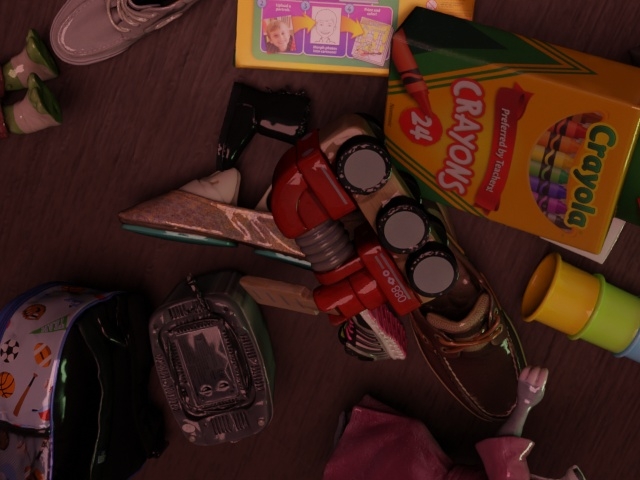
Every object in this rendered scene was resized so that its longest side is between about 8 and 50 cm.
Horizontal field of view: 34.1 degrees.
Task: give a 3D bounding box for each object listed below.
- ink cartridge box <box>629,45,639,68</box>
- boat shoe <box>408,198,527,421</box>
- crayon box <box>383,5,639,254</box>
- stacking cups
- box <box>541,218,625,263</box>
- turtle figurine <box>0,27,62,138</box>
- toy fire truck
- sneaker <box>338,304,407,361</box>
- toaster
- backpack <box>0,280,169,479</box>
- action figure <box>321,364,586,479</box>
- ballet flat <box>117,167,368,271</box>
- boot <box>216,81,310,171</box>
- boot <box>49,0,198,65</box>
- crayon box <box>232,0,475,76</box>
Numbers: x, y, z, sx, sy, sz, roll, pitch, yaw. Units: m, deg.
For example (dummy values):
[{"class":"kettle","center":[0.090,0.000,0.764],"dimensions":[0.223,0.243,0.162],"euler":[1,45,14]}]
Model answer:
[{"class":"ink cartridge box","center":[0.455,-0.095,1.182],"dimensions":[0.114,0.197,0.273],"euler":[-17,103,9]},{"class":"boat shoe","center":[0.165,0.091,1.287],"dimensions":[0.123,0.123,0.342],"euler":[-22,103,9]},{"class":"crayon box","center":[0.226,-0.112,1.123],"dimensions":[0.319,0.081,0.202],"euler":[19,134,18]},{"class":"stacking cups","center":[0.409,0.124,1.298],"dimensions":[0.316,0.096,0.096],"euler":[26,105,-4]},{"class":"box","center":[0.315,-0.044,1.254],"dimensions":[0.087,0.101,0.102],"euler":[22,107,-3]},{"class":"turtle figurine","center":[-0.456,-0.172,1.215],"dimensions":[0.266,0.198,0.274],"euler":[-21,107,5]},{"class":"toy fire truck","center":[0.000,0.000,1.163],"dimensions":[0.246,0.158,0.217],"euler":[-31,110,11]},{"class":"sneaker","center":[0.050,0.107,1.303],"dimensions":[0.075,0.063,0.170],"euler":[-17,143,17]},{"class":"toaster","center":[-0.132,0.131,1.303],"dimensions":[0.129,0.146,0.227],"euler":[-15,105,6]},{"class":"backpack","center":[-0.314,0.183,1.286],"dimensions":[0.213,0.276,0.263],"euler":[13,103,13]},{"class":"action figure","center":[0.165,0.312,1.243],"dimensions":[0.370,0.276,0.248],"euler":[5,125,33]},{"class":"ballet flat","center":[-0.088,-0.031,1.293],"dimensions":[0.316,0.107,0.106],"euler":[13,86,-6]},{"class":"boot","center":[-0.068,-0.133,1.263],"dimensions":[0.099,0.045,0.121],"euler":[13,79,1]},{"class":"boot","center":[-0.217,-0.283,1.206],"dimensions":[0.258,0.123,0.095],"euler":[-31,101,11]},{"class":"crayon box","center":[0.041,-0.278,1.215],"dimensions":[0.278,0.081,0.165],"euler":[4,105,2]}]
